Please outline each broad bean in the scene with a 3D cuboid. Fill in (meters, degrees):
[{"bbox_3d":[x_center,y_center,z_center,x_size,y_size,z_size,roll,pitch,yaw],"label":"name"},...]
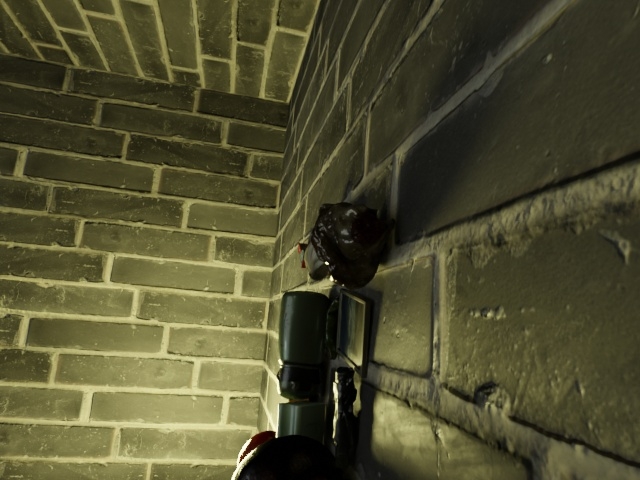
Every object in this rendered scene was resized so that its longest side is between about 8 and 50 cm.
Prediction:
[{"bbox_3d":[0.037,0.256,1.331,0.061,0.046,0.195,159,119,-80],"label":"broad bean"}]

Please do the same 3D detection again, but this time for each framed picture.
[{"bbox_3d":[0.086,0.233,1.168,0.260,0.023,0.189,-177,91,-78],"label":"framed picture"}]

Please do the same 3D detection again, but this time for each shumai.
[{"bbox_3d":[0.092,-0.017,1.024,0.185,0.184,0.218,-33,27,29],"label":"shumai"}]

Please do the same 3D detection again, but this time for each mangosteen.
[{"bbox_3d":[-0.068,0.643,1.077,0.313,0.297,0.297,51,149,18],"label":"mangosteen"}]

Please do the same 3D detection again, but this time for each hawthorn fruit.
[{"bbox_3d":[-0.203,0.863,1.712,0.235,0.231,0.263,62,155,26],"label":"hawthorn fruit"}]

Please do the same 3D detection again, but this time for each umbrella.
[{"bbox_3d":[0.059,0.431,1.079,0.066,0.059,0.235,72,-161,-84],"label":"umbrella"}]

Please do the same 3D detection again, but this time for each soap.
[{"bbox_3d":[-0.061,0.625,1.319,0.160,0.088,0.265,27,-117,-55],"label":"soap"}]

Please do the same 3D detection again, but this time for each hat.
[{"bbox_3d":[0.000,0.000,1.445,0.219,0.164,0.226,115,137,-55],"label":"hat"}]

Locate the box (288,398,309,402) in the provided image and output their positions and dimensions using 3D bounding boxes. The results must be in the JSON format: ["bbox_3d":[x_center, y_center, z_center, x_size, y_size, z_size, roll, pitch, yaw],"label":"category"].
[{"bbox_3d":[-0.083,0.513,1.629,0.274,0.076,0.174,-96,6,-47],"label":"box"}]

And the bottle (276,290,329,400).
[{"bbox_3d":[-0.064,0.346,1.456,0.168,0.168,0.347,131,146,-71],"label":"bottle"}]

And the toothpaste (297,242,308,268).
[{"bbox_3d":[-0.071,0.057,1.995,0.193,0.044,0.070,-113,33,-68],"label":"toothpaste"}]
